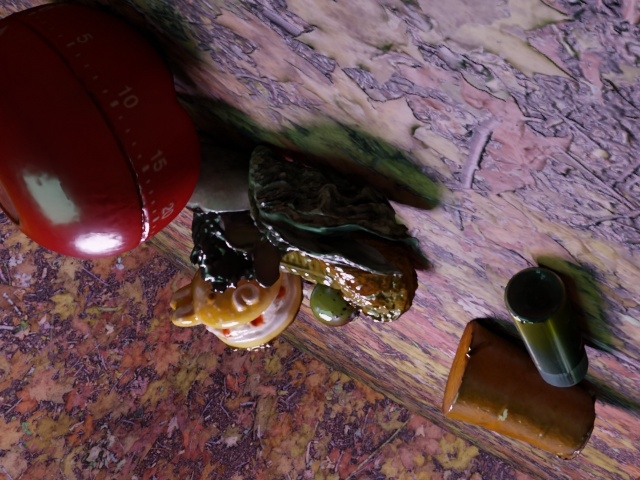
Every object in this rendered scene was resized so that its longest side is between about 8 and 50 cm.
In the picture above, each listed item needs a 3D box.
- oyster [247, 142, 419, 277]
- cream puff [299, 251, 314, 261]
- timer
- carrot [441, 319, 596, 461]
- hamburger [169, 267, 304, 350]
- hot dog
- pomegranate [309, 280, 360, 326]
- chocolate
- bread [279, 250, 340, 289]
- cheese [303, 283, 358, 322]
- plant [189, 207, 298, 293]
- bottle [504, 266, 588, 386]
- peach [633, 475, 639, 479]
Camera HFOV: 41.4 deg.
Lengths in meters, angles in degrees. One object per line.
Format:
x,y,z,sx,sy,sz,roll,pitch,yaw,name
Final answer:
-0.008,-0.045,1.249,0.351,0.158,0.162,38,177,41,oyster
0.000,0.000,1.560,0.083,0.083,0.058,8,120,21,cream puff
-0.364,-0.155,1.249,0.378,0.279,0.378,38,150,28,timer
0.367,0.275,1.560,0.254,0.196,0.196,21,167,4,carrot
-0.210,0.123,2.065,0.303,0.261,0.186,-22,142,22,hamburger
0.073,0.039,1.441,0.175,0.114,0.259,31,167,31,hot dog
0.022,0.114,1.834,0.159,0.129,0.129,33,170,34,pomegranate
-0.196,-0.119,1.453,0.185,0.100,0.303,-8,-158,-44,chocolate
-0.016,0.035,1.704,0.087,0.098,0.269,-6,-169,-32,bread
-0.001,0.145,2.195,0.127,0.054,0.251,44,165,-30,cheese
-0.143,-0.006,1.554,0.204,0.178,0.234,-5,-158,-19,plant
0.329,0.132,1.211,0.082,0.082,0.286,25,166,32,bottle
0.719,0.588,1.673,0.292,0.247,0.292,54,162,26,peach
